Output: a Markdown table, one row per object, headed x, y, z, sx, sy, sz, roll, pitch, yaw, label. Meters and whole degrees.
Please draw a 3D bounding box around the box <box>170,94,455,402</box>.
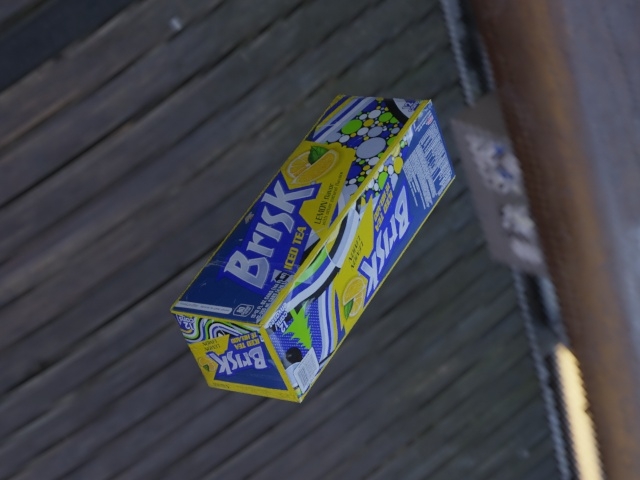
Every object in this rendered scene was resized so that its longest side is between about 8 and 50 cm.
| x | y | z | sx | sy | sz | roll | pitch | yaw | label |
| --- | --- | --- | --- | --- | --- | --- | --- | --- | --- |
| 0.000 | 0.000 | 0.842 | 0.169 | 0.059 | 0.054 | -53 | 135 | -36 | box |
